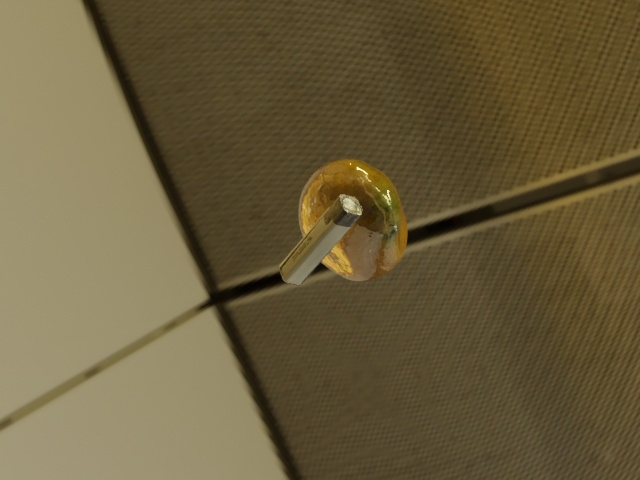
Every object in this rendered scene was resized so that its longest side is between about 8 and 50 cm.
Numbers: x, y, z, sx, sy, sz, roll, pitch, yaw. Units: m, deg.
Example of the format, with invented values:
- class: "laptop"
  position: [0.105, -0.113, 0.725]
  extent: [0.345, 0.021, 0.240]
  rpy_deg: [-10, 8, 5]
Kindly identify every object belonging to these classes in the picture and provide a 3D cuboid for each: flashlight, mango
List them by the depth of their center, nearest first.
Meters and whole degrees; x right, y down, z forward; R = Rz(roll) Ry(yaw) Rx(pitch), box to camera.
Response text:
- class: "flashlight"
  position: [0.000, 0.000, 1.031]
  extent: [0.083, 0.018, 0.018]
  rpy_deg: [-49, -135, 38]
- class: "mango"
  position: [0.029, -0.023, 1.341]
  extent: [0.115, 0.089, 0.165]
  rpy_deg: [47, -11, 21]
